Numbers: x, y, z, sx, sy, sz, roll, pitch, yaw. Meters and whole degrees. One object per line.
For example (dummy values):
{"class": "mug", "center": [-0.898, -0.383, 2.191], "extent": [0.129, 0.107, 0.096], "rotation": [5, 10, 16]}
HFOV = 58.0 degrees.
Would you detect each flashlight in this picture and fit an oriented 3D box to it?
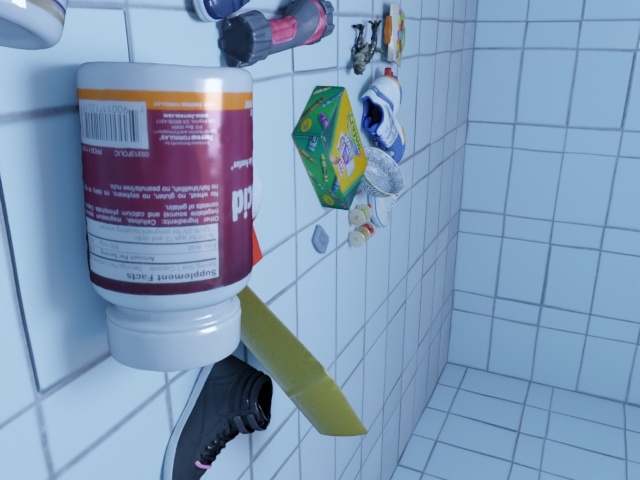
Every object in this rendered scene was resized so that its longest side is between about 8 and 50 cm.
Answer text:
{"class": "flashlight", "center": [-0.076, -0.414, 1.112], "extent": [0.304, 0.103, 0.103], "rotation": [-42, 109, -54]}

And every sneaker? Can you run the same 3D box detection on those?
{"class": "sneaker", "center": [-0.184, 0.362, 1.084], "extent": [0.104, 0.147, 0.296], "rotation": [56, 49, -60]}
{"class": "sneaker", "center": [0.207, -0.138, 1.854], "extent": [0.258, 0.091, 0.094], "rotation": [74, 34, -44]}
{"class": "sneaker", "center": [0.174, -0.339, 1.730], "extent": [0.131, 0.112, 0.296], "rotation": [-42, 137, -30]}
{"class": "sneaker", "center": [-0.094, -0.459, 0.980], "extent": [0.099, 0.153, 0.282], "rotation": [76, 33, -41]}

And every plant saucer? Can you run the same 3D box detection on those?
{"class": "plant saucer", "center": [-0.069, 0.249, 1.163], "extent": [0.081, 0.333, 0.333], "rotation": [-41, 143, -12]}

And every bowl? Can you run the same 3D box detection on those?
{"class": "bowl", "center": [0.160, -0.186, 1.713], "extent": [0.170, 0.080, 0.170], "rotation": [21, 50, -27]}

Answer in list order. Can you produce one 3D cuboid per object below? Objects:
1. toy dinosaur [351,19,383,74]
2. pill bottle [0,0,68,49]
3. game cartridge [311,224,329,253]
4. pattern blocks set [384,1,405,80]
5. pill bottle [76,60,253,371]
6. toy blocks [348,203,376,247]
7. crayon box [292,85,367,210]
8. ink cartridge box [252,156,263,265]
{"class": "toy dinosaur", "center": [0.129, -0.539, 1.585], "extent": [0.268, 0.064, 0.118], "rotation": [-56, 149, -53]}
{"class": "pill bottle", "center": [-0.307, -0.333, 0.546], "extent": [0.153, 0.153, 0.264], "rotation": [10, 89, -66]}
{"class": "game cartridge", "center": [0.000, 0.000, 1.532], "extent": [0.083, 0.017, 0.056], "rotation": [55, 45, -58]}
{"class": "pattern blocks set", "center": [0.234, -0.628, 1.772], "extent": [0.285, 0.026, 0.325], "rotation": [-54, 146, -61]}
{"class": "pill bottle", "center": [-0.204, -0.038, 0.796], "extent": [0.224, 0.224, 0.392], "rotation": [-28, 124, -61]}
{"class": "toy blocks", "center": [0.138, -0.058, 1.774], "extent": [0.148, 0.054, 0.123], "rotation": [-36, 131, -58]}
{"class": "crayon box", "center": [0.032, -0.225, 1.440], "extent": [0.278, 0.081, 0.165], "rotation": [65, 41, -52]}
{"class": "ink cartridge box", "center": [-0.162, -0.035, 1.050], "extent": [0.189, 0.066, 0.232], "rotation": [-45, 121, -54]}
